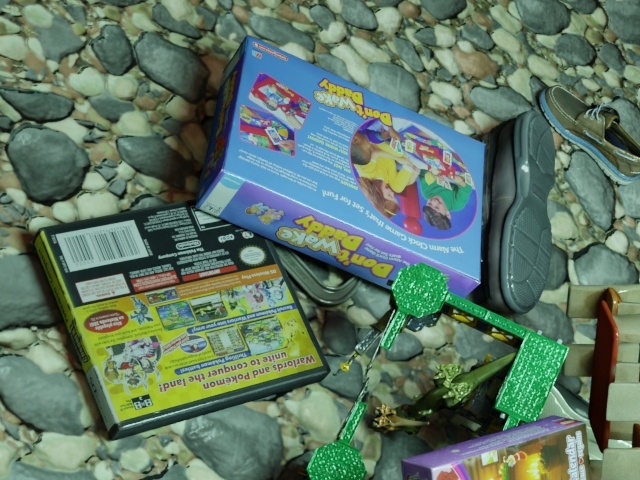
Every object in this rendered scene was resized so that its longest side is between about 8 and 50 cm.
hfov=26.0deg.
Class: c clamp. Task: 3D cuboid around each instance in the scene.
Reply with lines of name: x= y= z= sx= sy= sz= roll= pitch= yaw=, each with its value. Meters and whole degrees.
c clamp: x=0.000 y=0.000 z=1.689 sx=0.137 sy=0.022 sz=0.161 roll=-29 pitch=76 yaw=-37

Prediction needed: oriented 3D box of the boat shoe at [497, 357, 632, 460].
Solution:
boat shoe: x=0.288 y=0.217 z=1.683 sx=0.233 sy=0.084 sz=0.079 roll=31 pitch=13 yaw=2

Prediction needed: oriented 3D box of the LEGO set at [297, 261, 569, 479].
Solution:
LEGO set: x=0.127 y=0.206 z=1.546 sx=0.254 sy=0.192 sz=0.331 roll=16 pitch=72 yaw=6

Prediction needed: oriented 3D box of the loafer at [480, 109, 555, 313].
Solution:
loafer: x=0.243 y=-0.031 z=1.809 sx=0.109 sy=0.095 sz=0.303 roll=41 pitch=48 yaw=-39

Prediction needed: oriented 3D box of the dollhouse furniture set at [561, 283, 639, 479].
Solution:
dollhouse furniture set: x=0.308 y=0.198 z=1.526 sx=0.135 sy=0.259 sz=0.262 roll=0 pitch=21 yaw=0

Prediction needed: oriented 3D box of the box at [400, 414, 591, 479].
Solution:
box: x=0.191 y=0.342 z=1.398 sx=0.200 sy=0.057 sz=0.293 roll=-11 pitch=97 yaw=-31

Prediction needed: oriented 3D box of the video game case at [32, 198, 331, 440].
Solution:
video game case: x=-0.153 y=0.075 z=1.555 sx=0.274 sy=0.035 sz=0.248 roll=-12 pitch=67 yaw=-34

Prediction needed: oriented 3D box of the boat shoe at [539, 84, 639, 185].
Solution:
boat shoe: x=0.394 y=-0.163 z=1.968 sx=0.183 sy=0.066 sz=0.066 roll=42 pitch=51 yaw=1

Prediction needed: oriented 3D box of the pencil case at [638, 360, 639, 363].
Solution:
pencil case: x=0.482 y=0.199 z=1.673 sx=0.124 sy=0.124 sz=0.284 roll=18 pitch=18 yaw=-16

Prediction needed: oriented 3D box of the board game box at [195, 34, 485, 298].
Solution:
board game box: x=0.034 y=-0.082 z=1.697 sx=0.347 sy=0.078 sz=0.233 roll=23 pitch=48 yaw=-17
